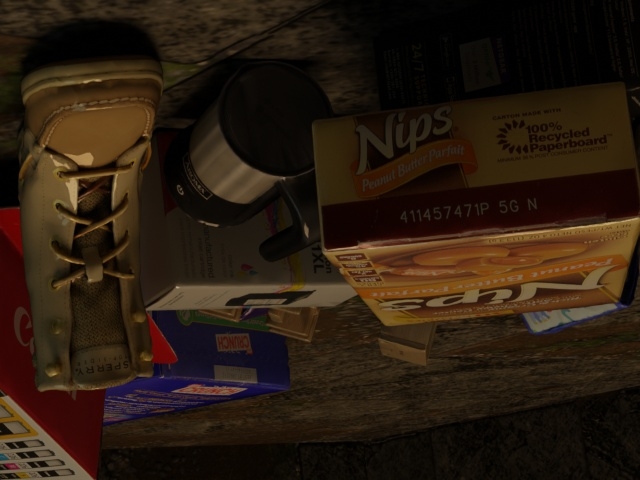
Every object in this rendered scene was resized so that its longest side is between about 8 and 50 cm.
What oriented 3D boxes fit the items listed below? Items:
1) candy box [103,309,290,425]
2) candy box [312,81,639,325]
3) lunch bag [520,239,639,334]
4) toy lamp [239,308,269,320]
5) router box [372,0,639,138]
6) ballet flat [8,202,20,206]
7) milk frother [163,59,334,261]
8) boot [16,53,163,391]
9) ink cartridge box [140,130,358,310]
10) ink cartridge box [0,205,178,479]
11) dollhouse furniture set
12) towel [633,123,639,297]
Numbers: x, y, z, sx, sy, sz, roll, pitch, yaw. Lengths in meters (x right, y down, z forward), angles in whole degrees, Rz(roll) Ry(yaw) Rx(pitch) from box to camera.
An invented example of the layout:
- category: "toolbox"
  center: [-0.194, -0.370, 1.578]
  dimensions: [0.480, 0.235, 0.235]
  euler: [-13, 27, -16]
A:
- category: "candy box"
  center: [-0.240, 0.147, 1.832]
  dimensions: [0.317, 0.122, 0.268]
  euler: [-12, 165, 29]
- category: "candy box"
  center: [0.110, -0.012, 0.987]
  dimensions: [0.183, 0.087, 0.316]
  euler: [-6, 168, 8]
- category: "lunch bag"
  center: [0.220, 0.000, 1.327]
  dimensions: [0.096, 0.151, 0.129]
  euler: [1, 165, -29]
- category: "toy lamp"
  center: [-0.137, 0.038, 1.495]
  dimensions: [0.080, 0.080, 0.275]
  euler: [-16, 165, 39]
- category: "router box"
  center: [0.210, -0.096, 1.049]
  dimensions: [0.243, 0.081, 0.309]
  euler: [-11, 167, 24]
- category: "ballet flat"
  center: [-0.248, -0.002, 1.281]
  dimensions: [0.213, 0.072, 0.068]
  euler: [-16, 175, 42]
- category: "milk frother"
  center: [-0.019, -0.070, 1.068]
  dimensions: [0.143, 0.129, 0.135]
  euler: [-48, -173, -25]
- category: "boot"
  center: [-0.153, -0.003, 1.001]
  dimensions: [0.095, 0.203, 0.262]
  euler: [-3, 168, -19]
- category: "ink cartridge box"
  center: [-0.054, -0.015, 1.179]
  dimensions: [0.175, 0.127, 0.072]
  euler: [0, 164, -29]
- category: "ink cartridge box"
  center: [-0.293, 0.100, 1.259]
  dimensions: [0.272, 0.130, 0.309]
  euler: [-4, 152, 12]
- category: "dollhouse furniture set"
  center: [0.000, 0.000, 1.360]
  dimensions: [0.242, 0.161, 0.212]
  euler: [15, 169, 7]
- category: "towel"
  center: [0.253, 0.037, 1.046]
  dimensions: [0.049, 0.187, 0.282]
  euler: [-5, 169, 15]
